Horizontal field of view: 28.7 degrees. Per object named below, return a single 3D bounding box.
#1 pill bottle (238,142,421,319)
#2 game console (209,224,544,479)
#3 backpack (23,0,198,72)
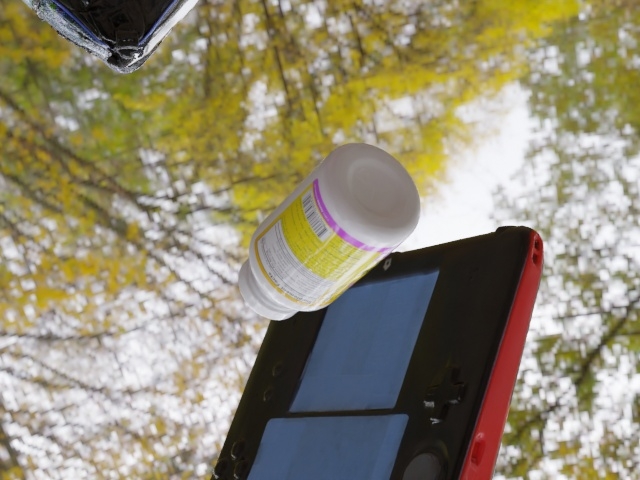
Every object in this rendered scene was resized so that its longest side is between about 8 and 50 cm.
[{"bbox_3d":[0.000,0.000,0.490,0.083,0.043,0.043,-42,-176,47],"label":"pill bottle"},{"bbox_3d":[0.023,0.163,1.092,0.386,0.060,0.342,-14,-125,56],"label":"game console"},{"bbox_3d":[-0.113,-0.153,0.638,0.105,0.114,0.084,-52,-177,-11],"label":"backpack"}]
